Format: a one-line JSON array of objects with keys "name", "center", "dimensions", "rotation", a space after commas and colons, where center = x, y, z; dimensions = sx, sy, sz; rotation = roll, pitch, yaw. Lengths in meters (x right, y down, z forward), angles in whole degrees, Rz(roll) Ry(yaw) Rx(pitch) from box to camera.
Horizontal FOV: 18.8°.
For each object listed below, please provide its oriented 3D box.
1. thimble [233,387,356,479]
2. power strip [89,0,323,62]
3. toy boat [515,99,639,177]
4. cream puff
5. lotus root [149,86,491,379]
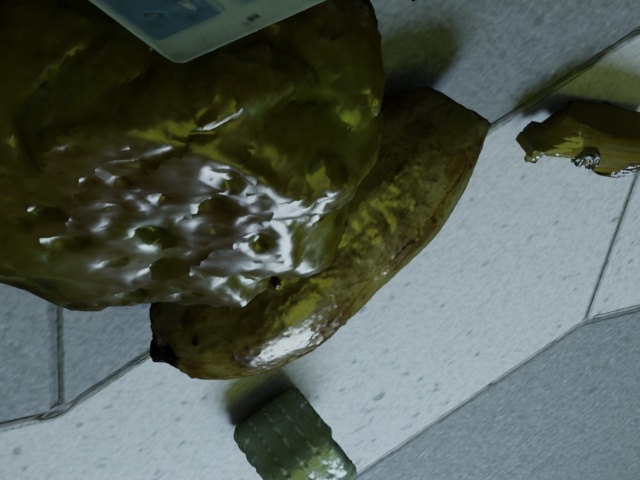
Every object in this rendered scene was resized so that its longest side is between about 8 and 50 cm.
[{"name": "thimble", "center": [-0.016, 0.159, 1.428], "dimensions": [0.062, 0.084, 0.110], "rotation": [-36, 149, -2]}, {"name": "power strip", "center": [-0.136, -0.181, 0.667], "dimensions": [0.106, 0.043, 0.367], "rotation": [-19, 137, 41]}, {"name": "toy boat", "center": [0.192, -0.067, 1.361], "dimensions": [0.149, 0.047, 0.049], "rotation": [1, 134, -49]}, {"name": "cream puff", "center": [-0.089, -0.063, 0.906], "dimensions": [0.244, 0.244, 0.196], "rotation": [29, 76, -59]}, {"name": "lotus root", "center": [0.000, 0.000, 1.207], "dimensions": [0.258, 0.097, 0.110], "rotation": [-41, 148, 1]}]
